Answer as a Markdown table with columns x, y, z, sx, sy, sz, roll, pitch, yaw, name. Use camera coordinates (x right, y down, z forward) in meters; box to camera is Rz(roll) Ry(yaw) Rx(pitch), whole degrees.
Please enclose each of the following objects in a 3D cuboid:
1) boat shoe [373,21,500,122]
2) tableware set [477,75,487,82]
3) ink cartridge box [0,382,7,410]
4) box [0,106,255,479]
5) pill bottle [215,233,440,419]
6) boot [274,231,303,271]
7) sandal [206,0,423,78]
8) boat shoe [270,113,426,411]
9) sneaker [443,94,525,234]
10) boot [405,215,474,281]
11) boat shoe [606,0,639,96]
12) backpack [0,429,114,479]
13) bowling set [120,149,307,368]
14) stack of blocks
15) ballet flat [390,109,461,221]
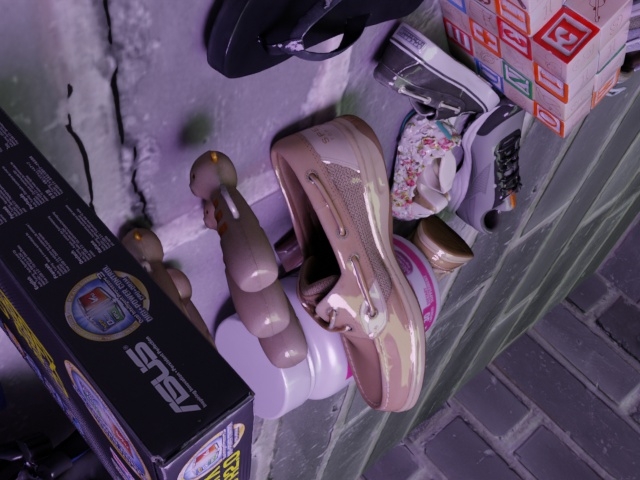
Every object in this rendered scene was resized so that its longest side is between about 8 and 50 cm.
| x | y | z | sx | sy | sz | roll | pitch | yaw | name |
| --- | --- | --- | --- | --- | --- | --- | --- | --- | --- |
| 0.127 | -0.172 | 0.811 | 0.219 | 0.078 | 0.070 | 12 | 119 | -54 | boat shoe |
| 0.271 | -0.270 | 0.953 | 0.168 | 0.020 | 0.141 | -29 | 152 | -35 | tableware set |
| -0.352 | 0.153 | 0.566 | 0.224 | 0.045 | 0.223 | -31 | 153 | -31 | ink cartridge box |
| -0.151 | 0.066 | 0.477 | 0.060 | 0.270 | 0.216 | -35 | 156 | -27 | box |
| 0.013 | 0.107 | 0.961 | 0.283 | 0.160 | 0.160 | -26 | 150 | -39 | pill bottle |
| 0.000 | 0.000 | 0.919 | 0.114 | 0.037 | 0.106 | -48 | 144 | -2 | boot |
| 0.018 | -0.196 | 0.602 | 0.254 | 0.054 | 0.097 | -31 | 153 | -31 | sandal |
| 0.023 | 0.043 | 0.791 | 0.110 | 0.121 | 0.341 | -22 | 108 | -27 | boat shoe |
| 0.263 | -0.113 | 1.091 | 0.100 | 0.108 | 0.271 | -33 | 153 | -24 | sneaker |
| 0.132 | 0.059 | 1.133 | 0.203 | 0.095 | 0.262 | -48 | 177 | 10 | boot |
| 0.431 | -0.260 | 0.988 | 0.118 | 0.103 | 0.320 | 0 | 165 | -44 | boat shoe |
| -0.262 | 0.301 | 0.741 | 0.263 | 0.213 | 0.276 | -33 | 176 | 8 | backpack |
| -0.132 | 0.043 | 0.682 | 0.200 | 0.154 | 0.287 | -21 | 154 | -8 | bowling set |
| 0.197 | -0.233 | 0.697 | 0.087 | 0.171 | 0.297 | -46 | 157 | 1 | stack of blocks |
| 0.138 | -0.079 | 0.973 | 0.091 | 0.077 | 0.241 | -40 | 157 | -15 | ballet flat |
